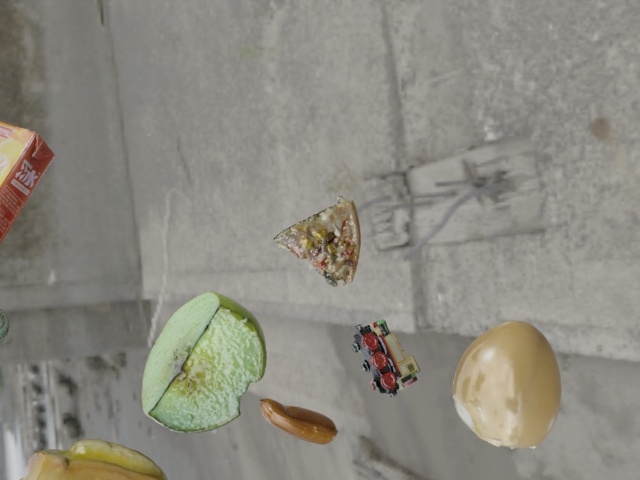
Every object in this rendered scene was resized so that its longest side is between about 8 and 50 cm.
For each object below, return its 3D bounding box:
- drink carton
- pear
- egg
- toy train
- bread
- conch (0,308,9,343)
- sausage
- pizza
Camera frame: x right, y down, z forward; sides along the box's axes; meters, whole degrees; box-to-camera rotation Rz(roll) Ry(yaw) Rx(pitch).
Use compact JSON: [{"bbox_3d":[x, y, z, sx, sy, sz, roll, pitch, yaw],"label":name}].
[{"bbox_3d":[-0.476,-0.058,1.266,0.223,0.096,0.071,-64,-20,-21],"label":"drink carton"},{"bbox_3d":[-0.237,0.240,1.832,0.292,0.159,0.292,-41,30,30],"label":"pear"},{"bbox_3d":[0.352,0.270,1.696,0.201,0.201,0.244,-154,77,-67],"label":"egg"},{"bbox_3d":[0.112,0.200,1.577,0.050,0.087,0.138,-27,89,59],"label":"toy train"},{"bbox_3d":[-0.348,0.461,1.429,0.211,0.315,0.270,-57,12,41],"label":"bread"},{"bbox_3d":[-0.573,0.154,1.582,0.085,0.056,0.076,-36,65,56],"label":"conch"},{"bbox_3d":[-0.038,0.322,1.604,0.062,0.183,0.054,16,82,54],"label":"sausage"},{"bbox_3d":[0.000,0.000,1.787,0.052,0.195,0.185,-5,85,58],"label":"pizza"}]
